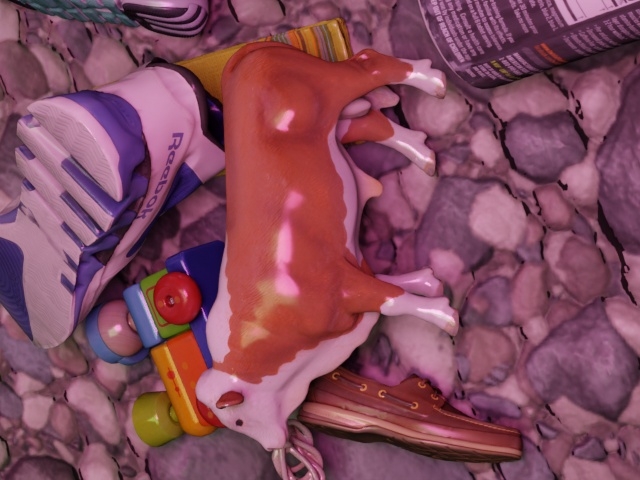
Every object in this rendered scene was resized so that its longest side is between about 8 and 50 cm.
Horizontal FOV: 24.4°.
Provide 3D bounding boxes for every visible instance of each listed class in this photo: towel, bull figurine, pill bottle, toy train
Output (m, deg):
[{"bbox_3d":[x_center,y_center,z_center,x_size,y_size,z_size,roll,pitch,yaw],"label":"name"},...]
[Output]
[{"bbox_3d":[-0.078,-0.104,1.208,0.237,0.021,0.102,-12,91,23],"label":"towel"},{"bbox_3d":[0.000,0.000,1.099,0.188,0.101,0.310,-1,84,-5],"label":"bull figurine"},{"bbox_3d":[0.197,-0.197,1.007,0.246,0.130,0.130,-15,91,32],"label":"pill bottle"},{"bbox_3d":[-0.093,0.138,1.208,0.143,0.105,0.248,-24,87,33],"label":"toy train"}]

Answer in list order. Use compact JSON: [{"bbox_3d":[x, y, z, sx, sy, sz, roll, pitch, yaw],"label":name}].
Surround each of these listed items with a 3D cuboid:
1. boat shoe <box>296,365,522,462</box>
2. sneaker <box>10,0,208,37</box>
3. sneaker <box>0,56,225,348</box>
[{"bbox_3d":[0.072,0.133,1.153,0.178,0.064,0.060,11,75,13],"label":"boat shoe"},{"bbox_3d":[-0.185,-0.234,1.219,0.224,0.083,0.098,14,81,16],"label":"sneaker"},{"bbox_3d":[-0.158,-0.040,1.181,0.127,0.182,0.315,50,144,7],"label":"sneaker"}]
